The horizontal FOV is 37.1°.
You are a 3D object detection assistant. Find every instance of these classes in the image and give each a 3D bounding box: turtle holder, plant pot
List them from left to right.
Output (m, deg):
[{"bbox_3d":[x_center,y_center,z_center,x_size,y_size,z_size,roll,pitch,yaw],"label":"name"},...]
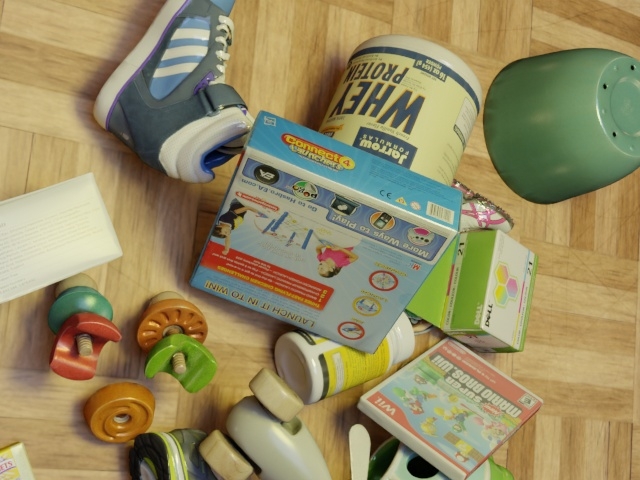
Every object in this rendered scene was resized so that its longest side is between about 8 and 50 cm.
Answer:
[{"bbox_3d":[0.195,0.404,1.536,0.227,0.243,0.320,40,70,-5],"label":"turtle holder"},{"bbox_3d":[0.493,-0.225,1.783,0.293,0.235,0.293,3,84,-32],"label":"plant pot"}]

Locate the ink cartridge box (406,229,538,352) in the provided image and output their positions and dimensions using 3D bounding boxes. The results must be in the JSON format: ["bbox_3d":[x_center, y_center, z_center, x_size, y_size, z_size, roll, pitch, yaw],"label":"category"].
[{"bbox_3d":[0.258,0.068,1.653,0.255,0.097,0.189,30,66,-40],"label":"ink cartridge box"}]

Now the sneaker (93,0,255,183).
[{"bbox_3d":[-0.151,-0.232,1.401,0.236,0.130,0.323,33,74,9],"label":"sneaker"}]

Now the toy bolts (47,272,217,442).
[{"bbox_3d":[-0.295,0.147,1.353,0.228,0.158,0.218,32,110,-35],"label":"toy bolts"}]

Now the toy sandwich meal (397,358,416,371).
[{"bbox_3d":[0.168,0.247,1.655,0.085,0.029,0.086,4,83,-31],"label":"toy sandwich meal"}]

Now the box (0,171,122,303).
[{"bbox_3d":[-0.386,0.002,1.254,0.182,0.181,0.119,-24,98,-31],"label":"box"}]

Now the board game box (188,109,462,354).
[{"bbox_3d":[0.000,0.000,1.369,0.308,0.302,0.086,22,45,-7],"label":"board game box"}]

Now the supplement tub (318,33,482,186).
[{"bbox_3d":[0.106,-0.139,1.537,0.235,0.235,0.325,32,69,-25],"label":"supplement tub"}]

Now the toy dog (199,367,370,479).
[{"bbox_3d":[-0.031,0.330,1.405,0.220,0.161,0.334,-27,101,-1],"label":"toy dog"}]

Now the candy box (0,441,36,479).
[{"bbox_3d":[-0.475,0.354,1.253,0.206,0.027,0.105,-20,93,-32],"label":"candy box"}]

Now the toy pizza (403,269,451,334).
[{"bbox_3d":[0.165,0.064,1.671,0.201,0.032,0.201,4,83,-31],"label":"toy pizza"}]

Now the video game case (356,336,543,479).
[{"bbox_3d":[0.218,0.267,1.559,0.285,0.204,0.025,-24,141,-49],"label":"video game case"}]

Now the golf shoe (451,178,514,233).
[{"bbox_3d":[0.271,-0.049,1.737,0.186,0.067,0.086,26,99,-27],"label":"golf shoe"}]

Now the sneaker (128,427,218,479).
[{"bbox_3d":[-0.187,0.412,1.380,0.121,0.111,0.300,-11,98,-46],"label":"sneaker"}]

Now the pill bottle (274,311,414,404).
[{"bbox_3d":[0.042,0.176,1.533,0.208,0.119,0.119,-16,93,-31],"label":"pill bottle"}]
